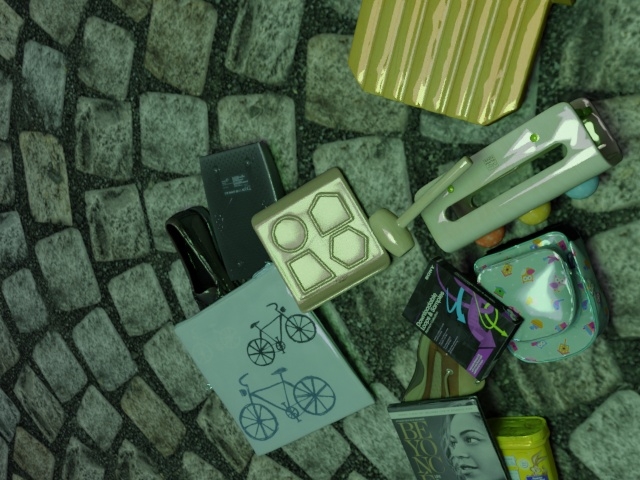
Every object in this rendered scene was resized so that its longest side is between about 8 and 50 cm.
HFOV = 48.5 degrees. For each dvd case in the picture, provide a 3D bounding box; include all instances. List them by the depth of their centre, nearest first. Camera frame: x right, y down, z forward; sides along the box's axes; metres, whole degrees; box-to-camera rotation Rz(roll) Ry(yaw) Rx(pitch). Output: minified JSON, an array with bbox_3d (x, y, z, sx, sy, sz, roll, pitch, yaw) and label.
[{"bbox_3d":[0.221,0.363,1.185,0.164,0.018,0.221,-15,104,35],"label":"dvd case"}]

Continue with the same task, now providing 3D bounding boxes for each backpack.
[{"bbox_3d":[0.335,0.089,1.068,0.165,0.144,0.188,-24,92,31],"label":"backpack"}]

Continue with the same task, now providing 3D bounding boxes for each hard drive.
[{"bbox_3d":[-0.137,-0.055,1.384,0.172,0.054,0.255,-9,98,34],"label":"hard drive"}]

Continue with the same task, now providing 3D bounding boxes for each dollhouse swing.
[{"bbox_3d":[0.152,-0.362,0.985,0.346,0.315,0.305,23,94,25],"label":"dollhouse swing"}]

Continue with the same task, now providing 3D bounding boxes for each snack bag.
[{"bbox_3d":[-0.104,0.243,1.413,0.323,0.037,0.343,-33,94,29],"label":"snack bag"}]

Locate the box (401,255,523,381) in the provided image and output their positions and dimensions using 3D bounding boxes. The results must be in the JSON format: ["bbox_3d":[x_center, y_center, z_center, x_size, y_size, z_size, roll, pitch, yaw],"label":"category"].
[{"bbox_3d":[0.207,0.115,1.064,0.162,0.029,0.116,40,124,29],"label":"box"}]

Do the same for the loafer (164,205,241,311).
[{"bbox_3d":[-0.239,0.081,1.463,0.109,0.095,0.303,-20,92,35],"label":"loafer"}]

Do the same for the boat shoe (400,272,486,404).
[{"bbox_3d":[0.226,0.206,1.195,0.119,0.122,0.324,23,123,20],"label":"boat shoe"}]

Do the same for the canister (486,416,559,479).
[{"bbox_3d":[0.335,0.390,1.192,0.126,0.073,0.170,-11,98,35],"label":"canister"}]

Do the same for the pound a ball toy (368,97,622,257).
[{"bbox_3d":[0.256,-0.065,1.035,0.319,0.208,0.136,-33,84,34],"label":"pound a ball toy"}]

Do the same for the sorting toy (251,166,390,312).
[{"bbox_3d":[0.000,0.000,1.293,0.193,0.038,0.208,-30,83,12],"label":"sorting toy"}]
